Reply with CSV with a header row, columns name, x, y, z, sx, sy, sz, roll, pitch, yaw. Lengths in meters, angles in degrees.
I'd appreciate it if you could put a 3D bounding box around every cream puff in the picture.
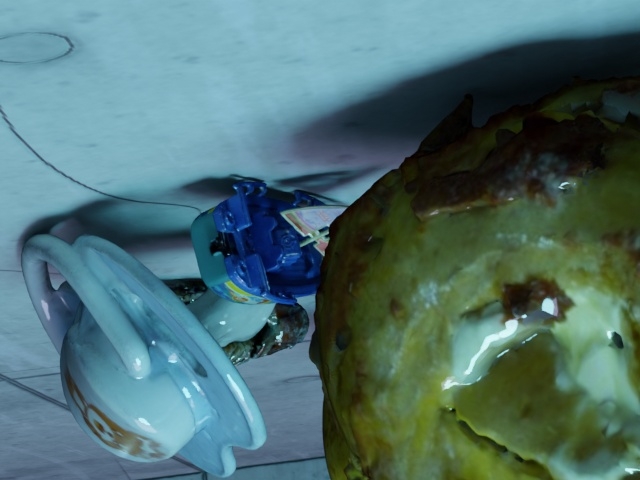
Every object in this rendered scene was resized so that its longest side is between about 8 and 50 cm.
name,x,y,z,sx,sy,sz,roll,pitch,yaw
cream puff,0.168,0.063,1.043,0.350,0.350,0.229,-14,-179,28

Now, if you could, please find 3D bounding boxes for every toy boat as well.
name,x,y,z,sx,sy,sz,roll,pitch,yaw
toy boat,0.000,0.000,1.215,0.110,0.091,0.175,-22,166,28

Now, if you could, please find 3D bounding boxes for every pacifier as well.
name,x,y,z,sx,sy,sz,roll,pitch,yaw
pacifier,-0.100,0.054,1.294,0.207,0.227,0.279,-37,175,-21

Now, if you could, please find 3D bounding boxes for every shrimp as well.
name,x,y,z,sx,sy,sz,roll,pitch,yaw
shrimp,-0.105,0.081,1.502,0.233,0.090,0.079,-9,-154,-44

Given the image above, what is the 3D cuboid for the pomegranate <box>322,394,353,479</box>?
name,x,y,z,sx,sy,sz,roll,pitch,yaw
pomegranate,0.123,0.178,1.676,0.264,0.264,0.264,-6,168,-1
